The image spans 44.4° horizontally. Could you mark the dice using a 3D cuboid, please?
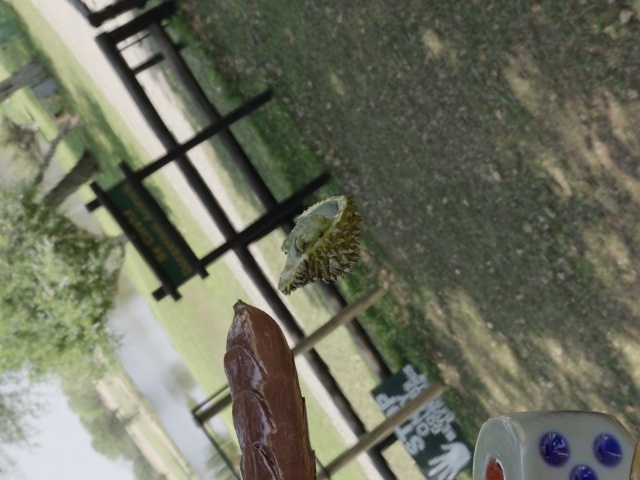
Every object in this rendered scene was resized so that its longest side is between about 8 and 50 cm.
[{"bbox_3d":[0.535,0.558,1.793,0.277,0.304,0.304,120,151,-66],"label":"dice"}]

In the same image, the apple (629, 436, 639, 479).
[{"bbox_3d":[0.698,0.427,1.258,0.391,0.347,0.391,28,172,4],"label":"apple"}]

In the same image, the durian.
[{"bbox_3d":[0.000,0.000,1.627,0.166,0.306,0.172,13,129,7],"label":"durian"}]

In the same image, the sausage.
[{"bbox_3d":[-0.046,0.256,0.841,0.088,0.087,0.433,91,169,-60],"label":"sausage"}]
